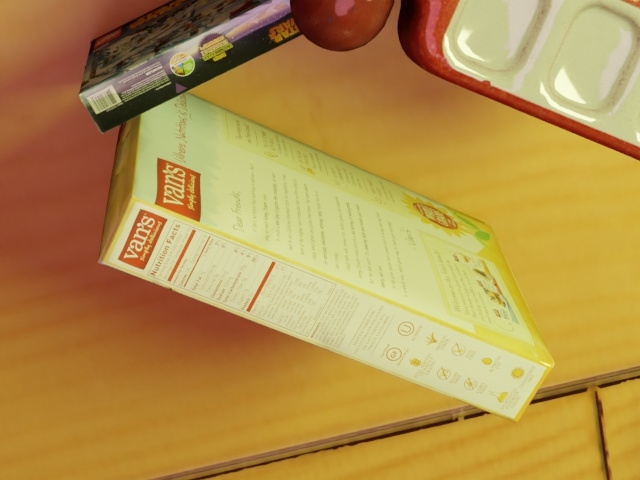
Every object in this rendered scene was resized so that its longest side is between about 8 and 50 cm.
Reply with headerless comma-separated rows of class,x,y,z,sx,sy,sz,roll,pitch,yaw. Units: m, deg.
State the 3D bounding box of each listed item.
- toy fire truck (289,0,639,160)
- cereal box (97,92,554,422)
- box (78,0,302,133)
toy fire truck,0.104,-0.187,0.616,0.302,0.169,0.254,19,102,-17
cereal box,0.000,0.000,0.723,0.240,0.173,0.047,22,113,-15
box,-0.062,-0.113,0.704,0.137,0.094,0.027,-25,116,7
